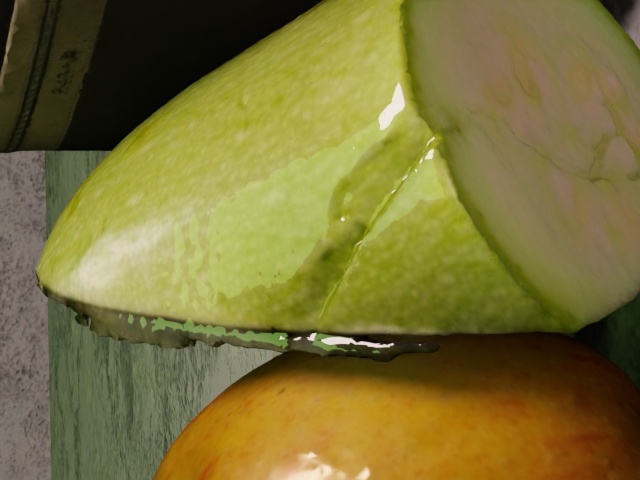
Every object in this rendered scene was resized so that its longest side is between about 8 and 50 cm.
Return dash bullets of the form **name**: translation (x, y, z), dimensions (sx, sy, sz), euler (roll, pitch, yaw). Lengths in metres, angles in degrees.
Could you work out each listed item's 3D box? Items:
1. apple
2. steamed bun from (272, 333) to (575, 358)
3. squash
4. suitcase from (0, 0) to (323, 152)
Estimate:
- **apple**: translation (0.057, 0.179, 0.918), dimensions (0.299, 0.275, 0.299), euler (62, -171, -17)
- **steamed bun**: translation (0.054, 0.089, 1.144), dimensions (0.164, 0.146, 0.242), euler (-117, 31, -51)
- **squash**: translation (0.000, 0.000, 0.944), dimensions (0.309, 0.233, 0.210), euler (-34, 85, 35)
- **suitcase**: translation (-0.064, -0.169, 1.055), dimensions (0.283, 0.434, 0.194), euler (122, 144, -59)
